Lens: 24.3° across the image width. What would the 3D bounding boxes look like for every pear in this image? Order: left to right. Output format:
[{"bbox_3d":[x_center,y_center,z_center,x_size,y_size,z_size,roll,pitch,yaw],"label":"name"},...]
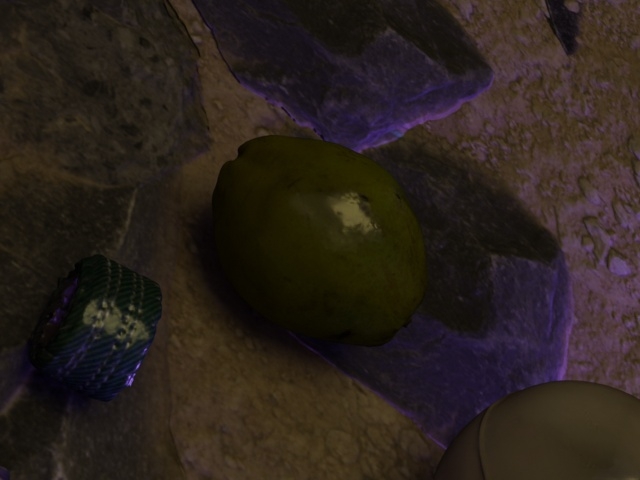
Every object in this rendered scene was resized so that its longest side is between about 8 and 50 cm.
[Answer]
[{"bbox_3d":[0.000,0.000,1.633,0.269,0.212,0.212,43,41,3],"label":"pear"}]

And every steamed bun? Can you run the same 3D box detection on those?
[{"bbox_3d":[0.289,0.326,1.563,0.334,0.334,0.374,-26,78,-48],"label":"steamed bun"}]

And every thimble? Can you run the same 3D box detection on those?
[{"bbox_3d":[-0.218,0.083,1.446,0.090,0.118,0.135,32,44,-21],"label":"thimble"}]

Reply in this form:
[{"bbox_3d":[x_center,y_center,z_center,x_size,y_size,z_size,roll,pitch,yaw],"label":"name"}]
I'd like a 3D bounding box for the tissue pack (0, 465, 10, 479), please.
[{"bbox_3d":[-0.398,0.283,1.134,0.242,0.125,0.343,30,45,-21],"label":"tissue pack"}]
